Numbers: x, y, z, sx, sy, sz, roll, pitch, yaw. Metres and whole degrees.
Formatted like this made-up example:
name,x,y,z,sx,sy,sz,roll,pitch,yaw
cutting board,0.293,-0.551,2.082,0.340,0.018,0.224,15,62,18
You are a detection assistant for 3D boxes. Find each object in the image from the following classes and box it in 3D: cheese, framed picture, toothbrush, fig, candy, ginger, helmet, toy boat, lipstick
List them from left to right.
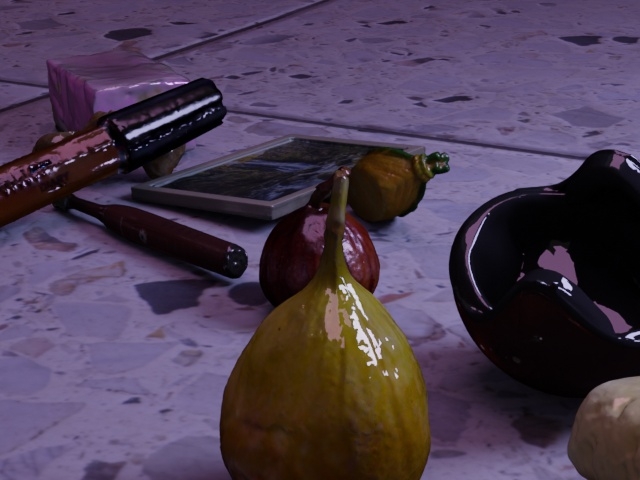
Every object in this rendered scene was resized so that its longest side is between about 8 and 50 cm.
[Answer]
name,x,y,z,sx,sy,sz,roll,pitch,yaw
lipstick,-0.293,-0.094,1.615,0.418,0.077,0.077,-29,33,-31
ginger,-0.278,-0.121,1.752,0.204,0.104,0.080,-5,-12,-3
candy,-0.287,-0.195,1.927,0.156,0.115,0.265,-12,21,-22
toothbrush,-0.206,-0.016,1.537,0.041,0.040,0.364,-18,24,-38
framed picture,-0.049,-0.088,1.733,0.240,0.020,0.324,9,22,39
fig,-0.001,0.017,1.328,0.128,0.150,0.128,0,57,-1
fig,0.011,0.077,0.989,0.159,0.257,0.159,2,5,0
toy boat,0.084,-0.070,1.589,0.088,0.089,0.229,-25,3,-14
helmet,0.218,0.037,1.157,0.216,0.193,0.189,18,56,26
cheese,0.270,0.162,0.964,0.123,0.093,0.167,-12,23,-23
